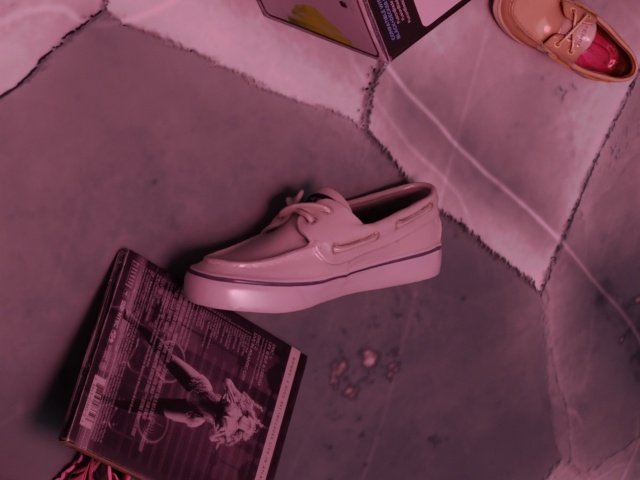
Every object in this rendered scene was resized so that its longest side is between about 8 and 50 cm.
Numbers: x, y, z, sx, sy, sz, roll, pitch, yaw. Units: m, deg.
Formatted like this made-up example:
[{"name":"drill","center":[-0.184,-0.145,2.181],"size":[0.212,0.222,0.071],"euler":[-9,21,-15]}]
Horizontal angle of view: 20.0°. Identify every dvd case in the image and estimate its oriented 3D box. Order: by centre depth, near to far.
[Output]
[{"name":"dvd case","center":[-0.107,0.127,1.489],"size":[0.221,0.018,0.164],"euler":[33,63,-39]}]

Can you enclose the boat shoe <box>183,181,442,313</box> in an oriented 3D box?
[{"name":"boat shoe","center":[0.000,0.000,1.511],"size":[0.268,0.096,0.088],"euler":[-9,108,-36]}]

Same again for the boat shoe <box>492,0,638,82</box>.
[{"name":"boat shoe","center":[0.226,-0.188,1.632],"size":[0.170,0.059,0.063],"euler":[22,93,-40]}]

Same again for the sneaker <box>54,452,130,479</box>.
[{"name":"sneaker","center":[-0.181,0.200,1.472],"size":[0.047,0.057,0.119],"euler":[30,88,-43]}]

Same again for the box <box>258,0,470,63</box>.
[{"name":"box","center":[0.092,-0.269,1.434],"size":[0.290,0.169,0.087],"euler":[-39,128,-21]}]
